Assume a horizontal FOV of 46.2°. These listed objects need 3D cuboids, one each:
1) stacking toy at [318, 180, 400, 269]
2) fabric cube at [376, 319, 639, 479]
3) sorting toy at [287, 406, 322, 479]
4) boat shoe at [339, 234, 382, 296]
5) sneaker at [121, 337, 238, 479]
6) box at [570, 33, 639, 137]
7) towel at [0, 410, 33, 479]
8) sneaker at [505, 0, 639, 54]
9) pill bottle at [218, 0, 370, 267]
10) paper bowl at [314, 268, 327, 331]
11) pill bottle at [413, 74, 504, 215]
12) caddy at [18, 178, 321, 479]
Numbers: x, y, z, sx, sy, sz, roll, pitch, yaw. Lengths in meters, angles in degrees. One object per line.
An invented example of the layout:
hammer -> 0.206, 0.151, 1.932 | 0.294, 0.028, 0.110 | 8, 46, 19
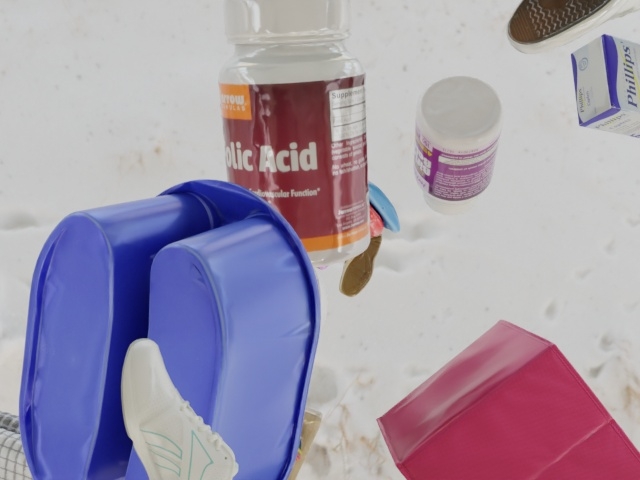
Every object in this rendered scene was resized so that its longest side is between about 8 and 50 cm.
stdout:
stacking toy -> 0.000, 0.000, 1.560 | 0.302, 0.175, 0.166 | -47, 35, -7
fabric cube -> 0.267, 0.301, 1.068 | 0.258, 0.254, 0.259 | -39, 93, -2
sorting toy -> -0.159, 0.449, 1.588 | 0.256, 0.257, 0.089 | 20, 21, -5
boat shoe -> 0.082, 0.050, 1.641 | 0.063, 0.059, 0.170 | 34, 67, -16
sneaker -> -0.087, 0.133, 0.482 | 0.061, 0.053, 0.152 | -17, 83, -1
box -> 0.472, -0.239, 1.174 | 0.137, 0.072, 0.126 | 5, 75, -25
towel -> -0.498, 0.435, 1.238 | 0.235, 0.283, 0.121 | 10, 11, 17
sneaker -> 0.387, -0.323, 1.007 | 0.290, 0.123, 0.105 | -34, 56, 4
pill bottle -> -0.039, -0.172, 1.153 | 0.224, 0.391, 0.224 | -3, 17, 1
paper bowl -> -0.089, 0.161, 1.895 | 0.148, 0.284, 0.284 | 7, 55, -32
pill bottle -> 0.274, -0.179, 1.532 | 0.170, 0.301, 0.169 | -2, 60, 4
caddy -> -0.131, 0.113, 0.702 | 0.241, 0.341, 0.179 | 16, 13, 26
